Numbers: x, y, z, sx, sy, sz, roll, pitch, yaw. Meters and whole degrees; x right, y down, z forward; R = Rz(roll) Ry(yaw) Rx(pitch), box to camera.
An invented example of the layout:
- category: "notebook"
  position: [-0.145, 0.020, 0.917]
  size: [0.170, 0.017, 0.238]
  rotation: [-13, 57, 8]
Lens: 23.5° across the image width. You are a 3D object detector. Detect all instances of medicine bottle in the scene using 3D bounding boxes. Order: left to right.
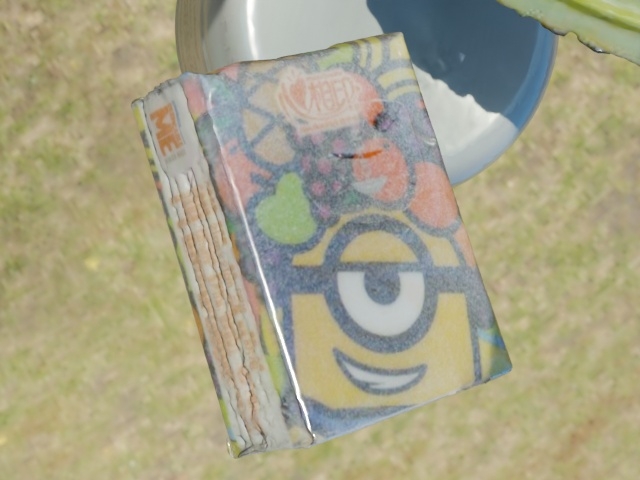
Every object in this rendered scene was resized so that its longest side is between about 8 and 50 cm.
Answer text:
- category: "medicine bottle"
  position: [0.015, -0.154, 1.128]
  size: [0.245, 0.245, 0.306]
  rotation: [-30, -170, -9]

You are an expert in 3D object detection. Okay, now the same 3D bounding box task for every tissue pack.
- category: "tissue pack"
  position: [0.000, 0.000, 0.608]
  size: [0.108, 0.148, 0.060]
  rotation: [-16, 177, -36]

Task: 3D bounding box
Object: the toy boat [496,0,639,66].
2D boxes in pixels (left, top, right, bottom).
- category: "toy boat"
  position: [0.156, -0.155, 0.819]
  size: [0.111, 0.276, 0.084]
  rotation: [-48, 163, -57]
